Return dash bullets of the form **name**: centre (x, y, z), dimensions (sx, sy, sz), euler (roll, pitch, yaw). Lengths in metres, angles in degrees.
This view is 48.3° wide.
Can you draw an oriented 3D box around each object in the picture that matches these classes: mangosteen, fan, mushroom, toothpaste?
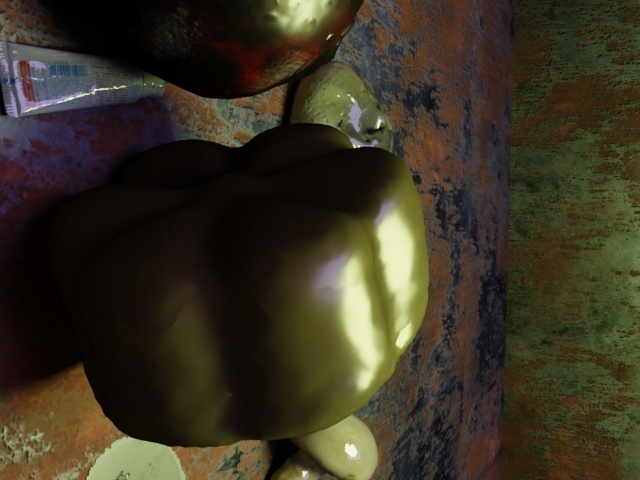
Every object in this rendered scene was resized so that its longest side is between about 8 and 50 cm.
- **mangosteen**: centre (-0.142, -0.376, 0.906), dimensions (0.381, 0.421, 0.381), euler (-58, 176, -7)
- **fan**: centre (-0.256, 0.476, 1.084), dimensions (0.233, 0.012, 0.414), euler (-48, 130, -49)
- **mushroom**: centre (0.014, 0.414, 1.391), dimensions (0.206, 0.206, 0.209), euler (55, 45, -49)
- **toothpaste**: centre (-0.302, -0.206, 0.919), dimensions (0.234, 0.057, 0.089), euler (-17, 101, -55)

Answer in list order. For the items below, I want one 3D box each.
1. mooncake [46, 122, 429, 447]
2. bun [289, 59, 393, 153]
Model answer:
- **mooncake**: centre (-0.097, 0.033, 0.910), dimensions (0.467, 0.467, 0.262), euler (-46, 135, -51)
- **bun**: centre (0.052, -0.225, 1.454), dimensions (0.273, 0.168, 0.272), euler (7, 82, -55)
